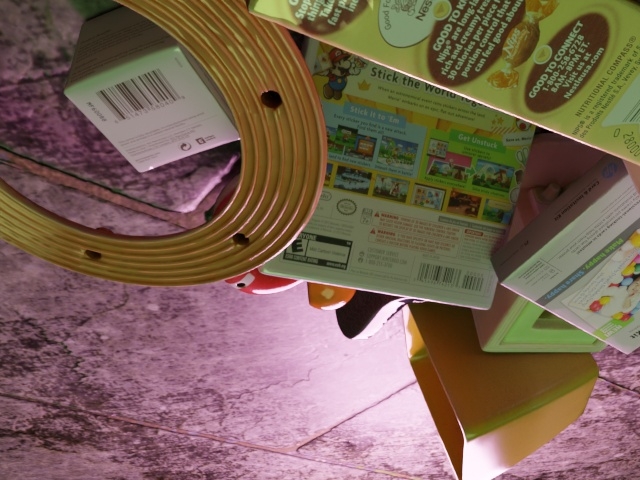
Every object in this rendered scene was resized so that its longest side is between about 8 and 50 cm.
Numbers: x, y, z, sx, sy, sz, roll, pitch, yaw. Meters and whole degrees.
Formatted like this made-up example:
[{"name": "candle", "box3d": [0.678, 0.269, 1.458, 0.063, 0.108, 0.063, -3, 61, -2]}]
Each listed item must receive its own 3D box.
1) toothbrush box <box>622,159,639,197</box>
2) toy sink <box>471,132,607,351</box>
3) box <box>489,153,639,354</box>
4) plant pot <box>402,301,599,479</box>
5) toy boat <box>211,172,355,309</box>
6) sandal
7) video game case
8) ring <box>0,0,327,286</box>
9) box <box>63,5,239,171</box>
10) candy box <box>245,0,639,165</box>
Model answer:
[{"name": "toothbrush box", "box3d": [0.352, -0.140, 0.465, 0.122, 0.206, 0.283, 20, 137, -28]}, {"name": "toy sink", "box3d": [0.269, 0.017, 0.725, 0.152, 0.131, 0.234, 2, 142, -9]}, {"name": "box", "box3d": [0.270, 0.019, 0.604, 0.186, 0.038, 0.145, 27, 123, -27]}, {"name": "plant pot", "box3d": [0.231, 0.167, 0.874, 0.187, 0.212, 0.212, -19, 142, -2]}, {"name": "toy boat", "box3d": [0.000, 0.000, 0.659, 0.231, 0.151, 0.151, -22, 139, 22]}, {"name": "sandal", "box3d": [0.098, 0.038, 0.779, 0.054, 0.097, 0.254, 3, 154, -29]}, {"name": "video game case", "box3d": [0.073, -0.055, 0.591, 0.226, 0.026, 0.207, 10, 96, -18]}, {"name": "ring", "box3d": [-0.160, -0.085, 0.480, 0.336, 0.032, 0.337, 7, 136, 6]}, {"name": "box", "box3d": [-0.125, -0.127, 0.533, 0.101, 0.087, 0.102, -16, 142, 16]}, {"name": "candy box", "box3d": [0.104, -0.157, 0.427, 0.316, 0.183, 0.088, 15, 124, -24]}]
